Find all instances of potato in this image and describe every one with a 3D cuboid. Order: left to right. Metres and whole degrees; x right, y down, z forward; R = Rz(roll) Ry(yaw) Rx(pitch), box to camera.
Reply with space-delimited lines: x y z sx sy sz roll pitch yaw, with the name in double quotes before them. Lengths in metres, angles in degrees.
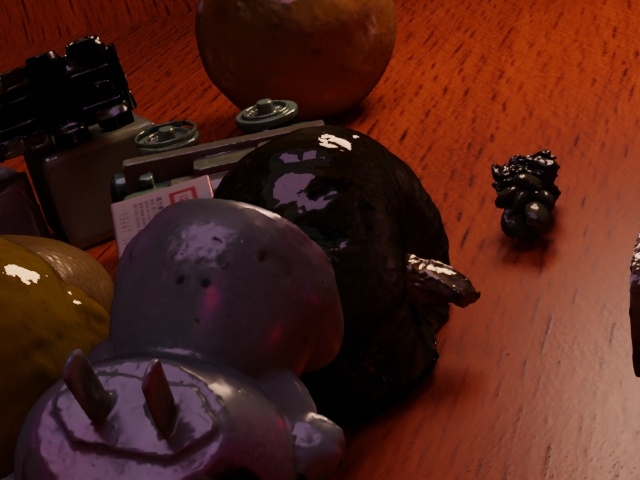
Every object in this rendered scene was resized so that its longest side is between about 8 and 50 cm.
"potato" -0.290 0.071 1.412 0.203 0.178 0.158 -31 -10 37

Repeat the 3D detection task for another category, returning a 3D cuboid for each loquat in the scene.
"loquat" -0.039 -0.339 2.114 0.329 0.328 0.328 -13 19 5

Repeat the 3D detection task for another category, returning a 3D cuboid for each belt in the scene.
"belt" -0.530 -0.013 1.866 0.347 0.117 0.212 -1 24 38

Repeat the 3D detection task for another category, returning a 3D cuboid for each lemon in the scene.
"lemon" -0.336 0.126 1.110 0.316 0.285 0.285 -4 10 -34

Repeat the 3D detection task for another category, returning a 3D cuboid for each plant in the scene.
"plant" 0.227 -0.050 1.470 0.085 0.087 0.174 -45 10 26

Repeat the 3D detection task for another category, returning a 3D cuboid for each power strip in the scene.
"power strip" -0.278 -0.096 1.870 0.224 0.139 0.140 -22 20 -19

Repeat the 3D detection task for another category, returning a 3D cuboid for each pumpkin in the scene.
"pumpkin" 0.021 0.009 1.237 0.242 0.232 0.325 -7 24 15

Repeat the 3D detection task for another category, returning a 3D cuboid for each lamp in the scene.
"lamp" -0.100 0.109 0.967 0.247 0.247 0.301 9 56 13

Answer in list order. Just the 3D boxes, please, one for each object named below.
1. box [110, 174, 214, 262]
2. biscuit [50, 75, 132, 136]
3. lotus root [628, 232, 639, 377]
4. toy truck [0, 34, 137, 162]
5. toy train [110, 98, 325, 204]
"box" -0.160 0.021 1.476 0.123 0.050 0.229 -17 41 -3
"biscuit" -0.331 -0.144 1.951 0.131 0.231 0.025 -22 55 -20
"lotus root" 0.287 0.058 1.076 0.081 0.112 0.122 5 36 15
"toy truck" -0.380 -0.176 1.775 0.257 0.127 0.127 -23 14 -10
"toy train" -0.116 -0.068 1.679 0.304 0.150 0.221 -13 26 1
